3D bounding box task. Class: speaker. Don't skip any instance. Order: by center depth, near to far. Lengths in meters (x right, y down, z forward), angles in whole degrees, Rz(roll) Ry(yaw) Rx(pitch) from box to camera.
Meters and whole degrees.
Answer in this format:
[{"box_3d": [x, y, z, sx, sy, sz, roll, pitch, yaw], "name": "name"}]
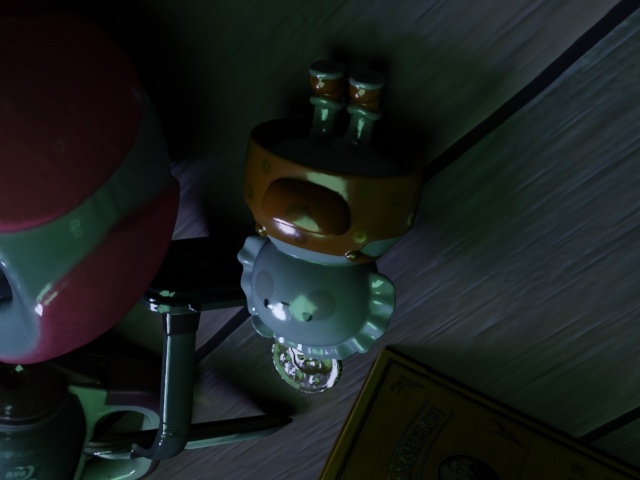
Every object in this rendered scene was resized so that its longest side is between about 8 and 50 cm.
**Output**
[{"box_3d": [-0.248, -0.043, 1.114, 0.294, 0.294, 0.294, 15, 138, 14], "name": "speaker"}]

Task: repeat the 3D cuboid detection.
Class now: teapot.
[{"box_3d": [-0.308, 0.196, 1.459, 0.315, 0.233, 0.312, 10, 139, -24], "name": "teapot"}]

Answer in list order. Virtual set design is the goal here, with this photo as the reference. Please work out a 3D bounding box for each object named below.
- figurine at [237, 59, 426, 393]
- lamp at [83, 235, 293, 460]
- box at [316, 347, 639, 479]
[{"box_3d": [0.004, -0.006, 1.111, 0.143, 0.143, 0.271, 14, 129, 16], "name": "figurine"}, {"box_3d": [-0.093, 0.117, 1.300, 0.124, 0.203, 0.283, 55, 143, 41], "name": "lamp"}, {"box_3d": [0.147, 0.244, 1.251, 0.301, 0.193, 0.084, 25, 138, 3], "name": "box"}]
